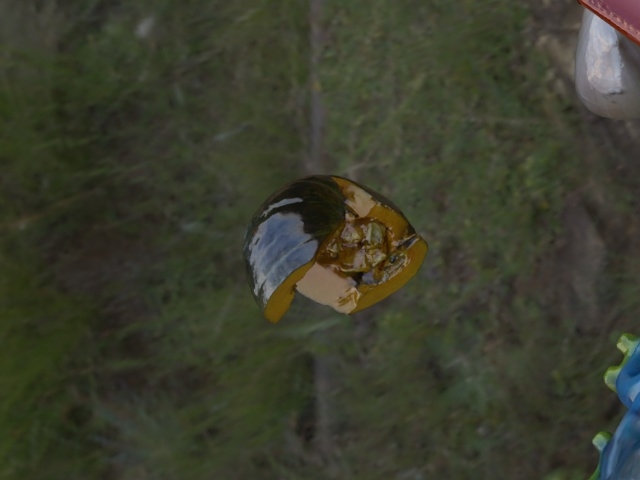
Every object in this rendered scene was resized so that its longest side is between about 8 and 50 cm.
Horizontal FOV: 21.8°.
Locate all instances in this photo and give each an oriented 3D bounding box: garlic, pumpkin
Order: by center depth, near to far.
[{"bbox_3d":[0.000,0.000,1.449,0.119,0.183,0.107,-51,60,24],"label":"pumpkin"},{"bbox_3d":[0.306,-0.200,1.713,0.128,0.266,0.148,-40,79,8],"label":"garlic"}]

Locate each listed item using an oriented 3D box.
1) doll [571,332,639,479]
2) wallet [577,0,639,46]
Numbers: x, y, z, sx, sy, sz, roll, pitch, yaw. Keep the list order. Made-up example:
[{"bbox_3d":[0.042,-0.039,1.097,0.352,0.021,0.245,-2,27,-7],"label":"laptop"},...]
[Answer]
[{"bbox_3d":[0.301,0.112,1.183,0.099,0.346,0.341,34,98,-11],"label":"doll"},{"bbox_3d":[0.316,-0.174,1.264,0.204,0.142,0.045,42,168,28],"label":"wallet"}]
